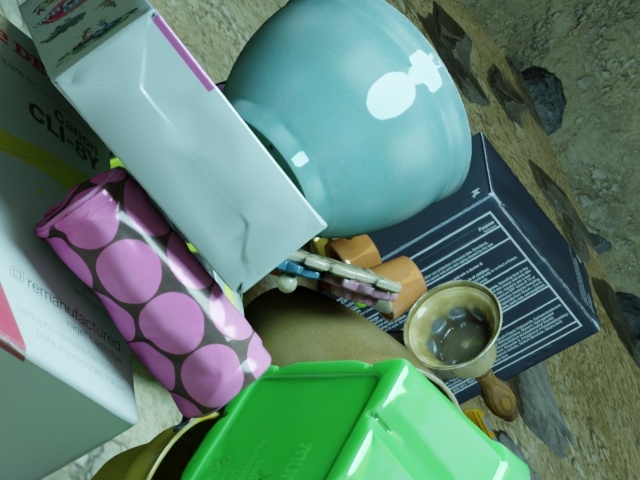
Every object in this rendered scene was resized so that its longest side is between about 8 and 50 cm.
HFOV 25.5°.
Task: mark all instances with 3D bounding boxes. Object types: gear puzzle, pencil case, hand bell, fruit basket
[{"bbox_3d":[-0.023,0.034,1.601,0.175,0.044,0.339,17,0,-9],"label":"gear puzzle"},{"bbox_3d":[-0.134,0.043,1.101,0.095,0.098,0.209,-42,109,-26],"label":"pencil case"},{"bbox_3d":[0.205,0.166,1.796,0.242,0.126,0.126,54,16,-48],"label":"hand bell"},{"bbox_3d":[0.008,0.327,1.168,0.392,0.283,0.392,11,77,-53],"label":"fruit basket"}]

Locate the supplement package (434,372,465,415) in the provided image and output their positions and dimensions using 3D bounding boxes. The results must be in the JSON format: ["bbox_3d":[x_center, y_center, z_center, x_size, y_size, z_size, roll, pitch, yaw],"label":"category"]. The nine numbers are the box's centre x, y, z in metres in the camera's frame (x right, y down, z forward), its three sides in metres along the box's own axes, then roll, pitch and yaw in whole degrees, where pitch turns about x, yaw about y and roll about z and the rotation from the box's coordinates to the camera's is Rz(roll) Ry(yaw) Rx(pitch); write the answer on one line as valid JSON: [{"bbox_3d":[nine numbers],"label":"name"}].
[{"bbox_3d":[0.121,0.305,1.713,0.203,0.149,0.194,57,18,-4],"label":"supplement package"}]

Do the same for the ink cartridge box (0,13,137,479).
[{"bbox_3d":[-0.306,-0.026,1.146,0.279,0.160,0.385,41,26,-42],"label":"ink cartridge box"}]

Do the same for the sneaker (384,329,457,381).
[{"bbox_3d":[0.053,0.163,1.844,0.268,0.153,0.101,0,72,-27],"label":"sneaker"}]

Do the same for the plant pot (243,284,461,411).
[{"bbox_3d":[-0.004,0.163,1.558,0.237,0.237,0.254,43,8,-38],"label":"plant pot"}]

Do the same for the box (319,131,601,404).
[{"bbox_3d":[0.198,0.052,2.056,0.294,0.296,0.183,48,23,-29],"label":"box"}]

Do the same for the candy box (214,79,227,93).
[{"bbox_3d":[-0.121,-0.101,1.714,0.196,0.070,0.165,-24,78,-43],"label":"candy box"}]

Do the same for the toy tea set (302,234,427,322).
[{"bbox_3d":[0.000,0.000,1.841,0.336,0.124,0.200,33,-31,59],"label":"toy tea set"}]

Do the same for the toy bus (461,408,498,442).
[{"bbox_3d":[0.233,0.399,1.917,0.333,0.108,0.130,64,18,17],"label":"toy bus"}]

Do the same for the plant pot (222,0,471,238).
[{"bbox_3d":[-0.005,-0.118,1.585,0.196,0.293,0.293,-37,98,-27],"label":"plant pot"}]

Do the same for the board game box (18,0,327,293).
[{"bbox_3d":[-0.132,-0.109,1.168,0.224,0.097,0.303,52,-2,-26],"label":"board game box"}]

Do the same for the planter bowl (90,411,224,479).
[{"bbox_3d":[-0.146,0.243,1.190,0.217,0.090,0.217,-34,128,-58],"label":"planter bowl"}]

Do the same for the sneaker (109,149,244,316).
[{"bbox_3d":[-0.169,-0.014,1.543,0.147,0.145,0.385,54,22,-56],"label":"sneaker"}]
